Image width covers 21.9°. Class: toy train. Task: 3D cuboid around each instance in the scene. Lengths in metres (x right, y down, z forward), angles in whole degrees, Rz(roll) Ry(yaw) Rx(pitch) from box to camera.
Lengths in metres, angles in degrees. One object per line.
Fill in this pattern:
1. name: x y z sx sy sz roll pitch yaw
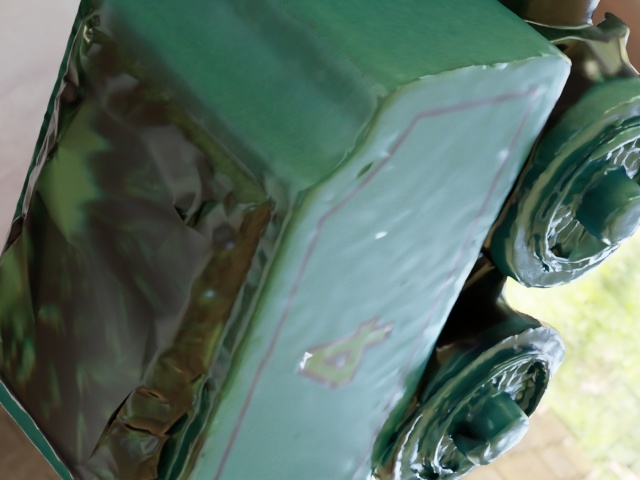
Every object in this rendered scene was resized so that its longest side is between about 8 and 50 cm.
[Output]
1. toy train: 0.000 0.000 0.424 0.154 0.107 0.198 -12 137 -43
